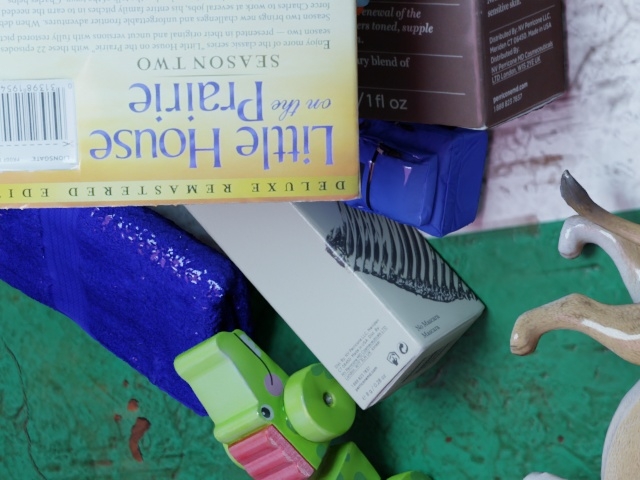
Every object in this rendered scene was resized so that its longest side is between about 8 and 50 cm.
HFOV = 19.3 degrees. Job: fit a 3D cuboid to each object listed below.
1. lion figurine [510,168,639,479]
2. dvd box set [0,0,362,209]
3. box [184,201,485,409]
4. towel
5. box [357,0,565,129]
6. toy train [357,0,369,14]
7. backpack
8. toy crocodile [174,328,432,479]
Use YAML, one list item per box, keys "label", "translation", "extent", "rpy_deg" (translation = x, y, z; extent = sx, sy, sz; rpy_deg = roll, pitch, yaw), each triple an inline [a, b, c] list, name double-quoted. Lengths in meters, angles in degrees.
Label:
- label: "lion figurine"
  translation: [0.266, 0.153, 1.435]
  extent: [0.240, 0.142, 0.392]
  rpy_deg: [11, 109, 25]
- label: "dvd box set"
  translation: [-0.126, -0.231, 1.288]
  extent: [0.307, 0.062, 0.420]
  rpy_deg: [-2, 105, 0]
- label: "box"
  translation: [0.000, 0.000, 1.587]
  extent: [0.275, 0.113, 0.094]
  rpy_deg: [48, 127, 10]
- label: "towel"
  translation: [-0.199, 0.028, 1.704]
  extent: [0.308, 0.076, 0.228]
  rpy_deg: [30, 153, 21]
- label: "box"
  translation: [0.067, -0.283, 1.414]
  extent: [0.191, 0.143, 0.381]
  rpy_deg: [6, 109, 34]
- label: "toy train"
  translation: [0.050, -0.215, 1.339]
  extent: [0.166, 0.046, 0.125]
  rpy_deg: [-7, 104, 40]
- label: "backpack"
  translation: [0.061, -0.065, 1.525]
  extent: [0.120, 0.101, 0.098]
  rpy_deg: [23, 112, 32]
- label: "toy crocodile"
  translation: [0.002, 0.211, 1.633]
  extent: [0.115, 0.105, 0.340]
  rpy_deg: [-24, 115, 39]
